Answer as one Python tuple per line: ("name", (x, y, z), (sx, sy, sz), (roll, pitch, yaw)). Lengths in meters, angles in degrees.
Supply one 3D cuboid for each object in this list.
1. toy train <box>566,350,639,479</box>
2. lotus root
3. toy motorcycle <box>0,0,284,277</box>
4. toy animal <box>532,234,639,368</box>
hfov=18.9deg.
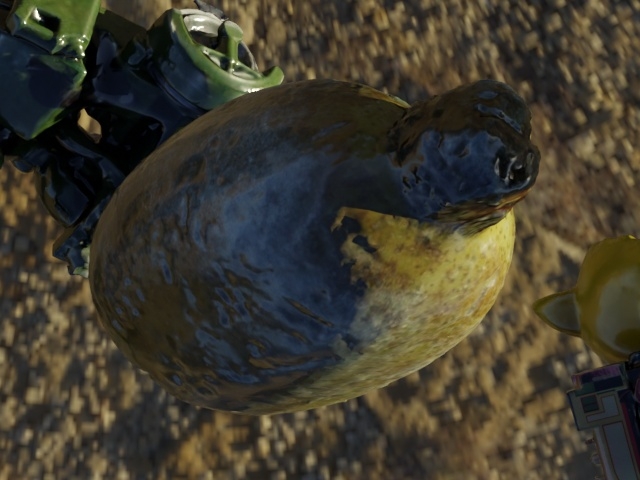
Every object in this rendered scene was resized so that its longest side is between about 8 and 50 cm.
("toy train", (0.248, 0.158, 1.505), (0.087, 0.050, 0.138), (-17, 86, 15))
("lotus root", (0.000, 0.000, 0.623), (0.113, 0.088, 0.192), (32, 146, -25))
("toy motorcycle", (-0.165, -0.080, 1.195), (0.275, 0.127, 0.205), (23, 132, -28))
("toy animal", (0.295, 0.079, 1.606), (0.156, 0.156, 0.230), (-41, 135, 15))
